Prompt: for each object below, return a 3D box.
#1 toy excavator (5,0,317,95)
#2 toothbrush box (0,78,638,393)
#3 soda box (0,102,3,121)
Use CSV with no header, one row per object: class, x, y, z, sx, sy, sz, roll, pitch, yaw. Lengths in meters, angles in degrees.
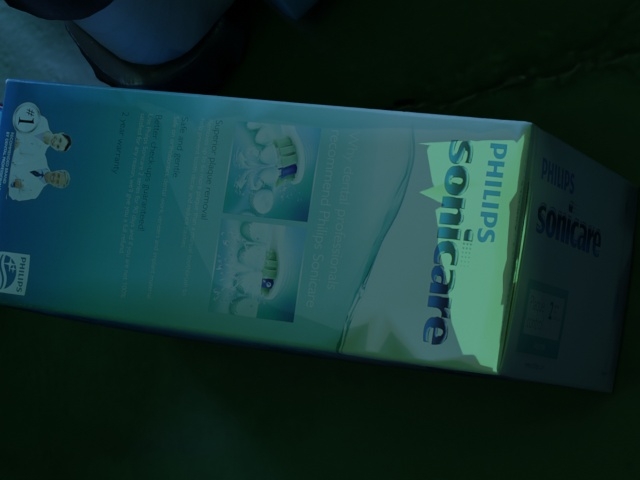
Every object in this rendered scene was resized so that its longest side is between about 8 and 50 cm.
toy excavator,-0.003,-0.275,1.059,0.445,0.222,0.433,-47,69,2
toothbrush box,0.000,0.000,1.000,0.295,0.216,0.126,6,86,23
soda box,-0.245,0.010,1.184,0.071,0.067,0.210,27,94,24
